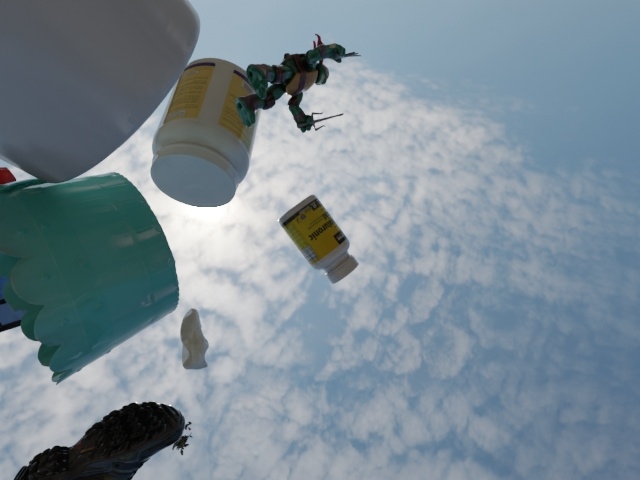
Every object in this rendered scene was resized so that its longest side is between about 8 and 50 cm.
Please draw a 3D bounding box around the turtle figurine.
[{"bbox_3d":[-0.038,-0.287,0.755,0.234,0.175,0.118,-28,-120,-35],"label":"turtle figurine"}]

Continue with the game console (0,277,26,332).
[{"bbox_3d":[-0.723,0.132,0.965,0.124,0.085,0.144,41,-149,19],"label":"game console"}]

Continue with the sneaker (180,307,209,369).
[{"bbox_3d":[-0.430,0.343,1.430,0.080,0.094,0.213,-28,-122,35],"label":"sneaker"}]

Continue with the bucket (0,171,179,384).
[{"bbox_3d":[-0.349,0.039,0.594,0.281,0.282,0.183,34,-137,30],"label":"bucket"}]

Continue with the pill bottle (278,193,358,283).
[{"bbox_3d":[0.000,0.000,0.566,0.065,0.065,0.116,-39,-87,-30],"label":"pill bottle"}]

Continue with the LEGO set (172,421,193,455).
[{"bbox_3d":[-0.316,0.449,0.934,0.023,0.054,0.083,19,-91,26],"label":"LEGO set"}]

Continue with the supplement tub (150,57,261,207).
[{"bbox_3d":[-0.290,-0.276,1.065,0.240,0.241,0.332,3,-121,5],"label":"supplement tub"}]

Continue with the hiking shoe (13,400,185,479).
[{"bbox_3d":[-0.295,0.316,0.579,0.226,0.114,0.086,-22,-147,-13],"label":"hiking shoe"}]

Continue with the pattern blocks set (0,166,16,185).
[{"bbox_3d":[-0.573,-0.030,0.879,0.026,0.325,0.285,26,-150,35],"label":"pattern blocks set"}]

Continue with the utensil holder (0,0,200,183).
[{"bbox_3d":[-0.368,-0.289,0.409,0.327,0.385,0.328,-17,-126,24],"label":"utensil holder"}]
